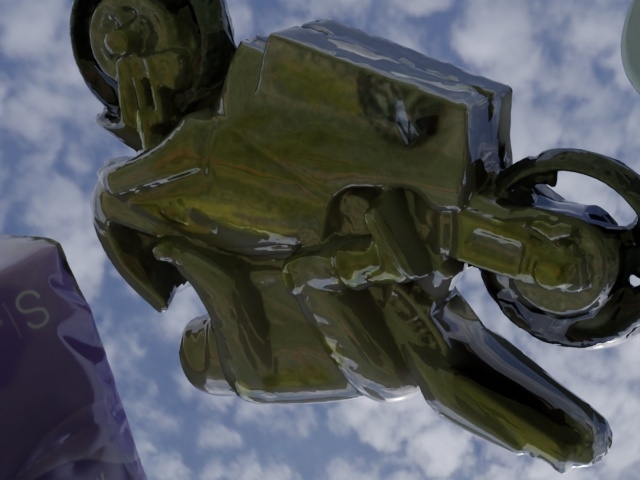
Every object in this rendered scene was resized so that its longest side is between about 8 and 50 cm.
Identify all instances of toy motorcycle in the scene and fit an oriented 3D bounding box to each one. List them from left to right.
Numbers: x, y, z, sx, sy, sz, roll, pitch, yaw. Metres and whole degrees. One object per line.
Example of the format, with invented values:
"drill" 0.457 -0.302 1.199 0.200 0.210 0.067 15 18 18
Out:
"toy motorcycle" 0.000 0.000 0.682 0.341 0.108 0.223 26 -64 20

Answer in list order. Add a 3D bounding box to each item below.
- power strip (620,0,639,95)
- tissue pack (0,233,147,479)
"power strip" 0.424 -0.180 1.130 0.357 0.161 0.357 -32 -148 23
"tissue pack" -0.272 0.169 0.773 0.160 0.338 0.242 -2 -68 40
